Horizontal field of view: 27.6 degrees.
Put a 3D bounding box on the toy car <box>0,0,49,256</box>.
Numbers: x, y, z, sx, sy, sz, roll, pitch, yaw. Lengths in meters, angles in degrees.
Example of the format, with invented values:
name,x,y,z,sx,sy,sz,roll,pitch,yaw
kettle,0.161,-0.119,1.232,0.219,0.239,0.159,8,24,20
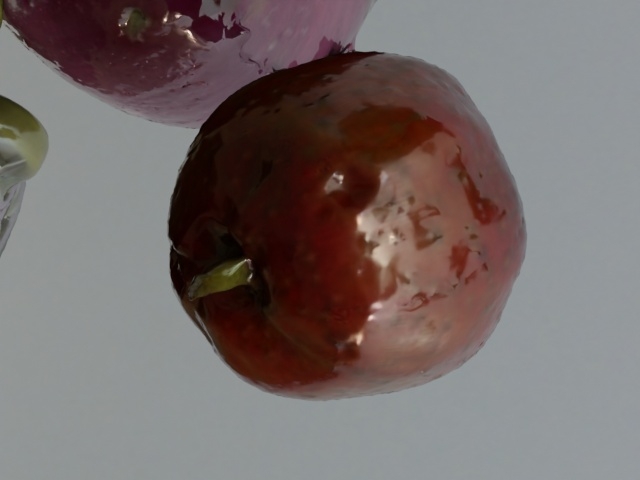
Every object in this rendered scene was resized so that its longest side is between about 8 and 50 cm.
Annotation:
name,x,y,z,sx,sy,sz,roll,pitch,yaw
toy car,-0.318,-0.047,0.781,0.336,0.226,0.242,90,17,-64

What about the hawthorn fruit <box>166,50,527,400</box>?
name,x,y,z,sx,sy,sz,roll,pitch,yaw
hawthorn fruit,0.000,0.000,0.643,0.179,0.200,0.179,20,-59,38

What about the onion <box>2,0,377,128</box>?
name,x,y,z,sx,sy,sz,roll,pitch,yaw
onion,-0.111,-0.266,0.888,0.345,0.358,0.358,23,-65,22
